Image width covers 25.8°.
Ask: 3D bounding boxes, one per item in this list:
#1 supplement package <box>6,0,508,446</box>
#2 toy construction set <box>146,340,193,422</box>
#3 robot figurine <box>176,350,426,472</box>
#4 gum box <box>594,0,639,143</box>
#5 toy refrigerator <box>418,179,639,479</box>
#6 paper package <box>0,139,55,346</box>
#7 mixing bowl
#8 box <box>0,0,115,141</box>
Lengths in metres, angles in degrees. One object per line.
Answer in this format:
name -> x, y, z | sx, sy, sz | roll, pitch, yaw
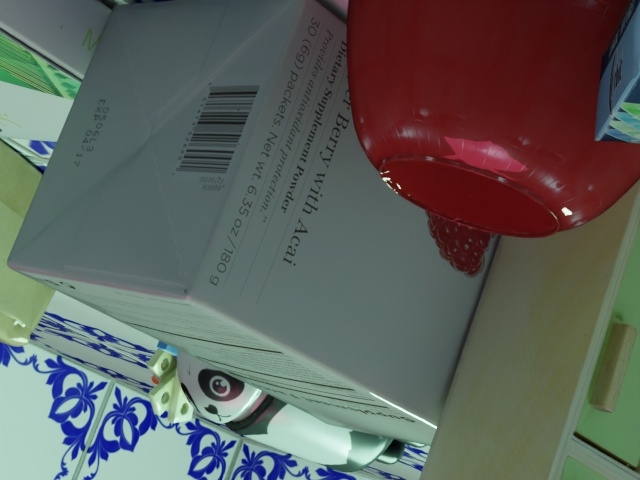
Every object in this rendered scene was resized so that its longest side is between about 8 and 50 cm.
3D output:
supplement package -> 0.000, 0.000, 0.846 | 0.175, 0.177, 0.293 | 6, 161, 46
toy construction set -> -0.077, 0.143, 1.666 | 0.328, 0.151, 0.215 | 0, 159, 29
robot figurine -> -0.012, 0.139, 1.441 | 0.278, 0.209, 0.173 | 25, -166, -21
gum box -> 0.196, -0.055, 0.485 | 0.184, 0.041, 0.157 | 6, 177, 6
toy refrigerator -> 0.143, 0.092, 0.805 | 0.094, 0.269, 0.102 | 7, 161, 45
paper package -> -0.450, -0.048, 1.358 | 0.325, 0.168, 0.309 | 15, 165, 23
mixing bowl -> 0.084, -0.062, 0.645 | 0.181, 0.098, 0.181 | 18, 167, 4
box -> -0.253, -0.137, 0.934 | 0.322, 0.058, 0.232 | 6, 161, 44
